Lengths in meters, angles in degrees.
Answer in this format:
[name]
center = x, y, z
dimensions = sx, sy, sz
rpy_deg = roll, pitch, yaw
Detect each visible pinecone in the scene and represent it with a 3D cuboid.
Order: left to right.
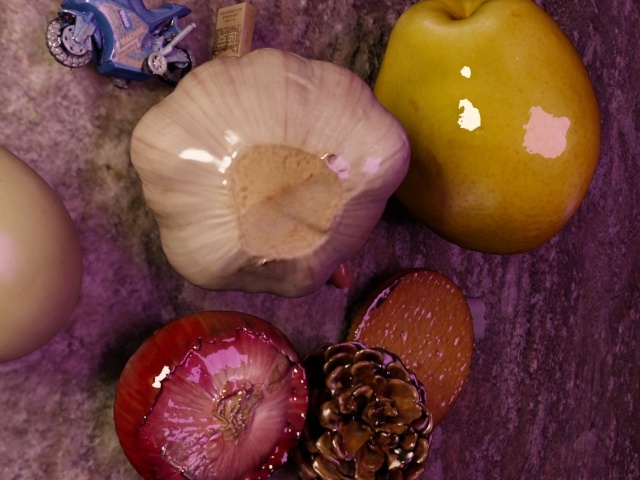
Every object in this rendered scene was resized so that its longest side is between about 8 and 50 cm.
[pinecone]
center = 0.049, 0.245, 1.139
dimensions = 0.224, 0.272, 0.224
rpy_deg = 6, 68, -16

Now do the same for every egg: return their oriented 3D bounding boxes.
[egg]
center = -0.327, -0.001, 0.733
dimensions = 0.254, 0.188, 0.189
rpy_deg = 52, 54, -24

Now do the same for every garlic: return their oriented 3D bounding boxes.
[garlic]
center = -0.058, -0.080, 0.983
dimensions = 0.317, 0.259, 0.318
rpy_deg = -8, 116, -17

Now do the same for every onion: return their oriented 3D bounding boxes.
[onion]
center = -0.131, 0.196, 0.991
dimensions = 0.248, 0.161, 0.248
rpy_deg = 4, 83, -40

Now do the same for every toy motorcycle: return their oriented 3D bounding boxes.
[toy motorcycle]
center = -0.224, -0.239, 0.940
dimensions = 0.205, 0.076, 0.114
rpy_deg = -1, 84, -50

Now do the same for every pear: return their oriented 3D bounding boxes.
[pear]
center = 0.257, -0.175, 1.282
dimensions = 0.362, 0.362, 0.419
rpy_deg = -43, 127, -40

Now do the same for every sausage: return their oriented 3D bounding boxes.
[sausage]
center = 0.001, 0.000, 1.227
dimensions = 0.047, 0.040, 0.177
rpy_deg = -47, 125, -30

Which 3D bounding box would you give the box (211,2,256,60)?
[box]
center = -0.114, -0.264, 1.076
dimensions = 0.024, 0.053, 0.083
rpy_deg = 17, 77, -48

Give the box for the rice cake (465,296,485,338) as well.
[rice cake]
center = 0.239, 0.140, 1.509
dimensions = 0.221, 0.042, 0.080
rpy_deg = 8, 86, -48

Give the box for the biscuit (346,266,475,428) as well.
[biscuit]
center = 0.148, 0.193, 1.373
dimensions = 0.305, 0.038, 0.306
rpy_deg = -8, 103, -38
